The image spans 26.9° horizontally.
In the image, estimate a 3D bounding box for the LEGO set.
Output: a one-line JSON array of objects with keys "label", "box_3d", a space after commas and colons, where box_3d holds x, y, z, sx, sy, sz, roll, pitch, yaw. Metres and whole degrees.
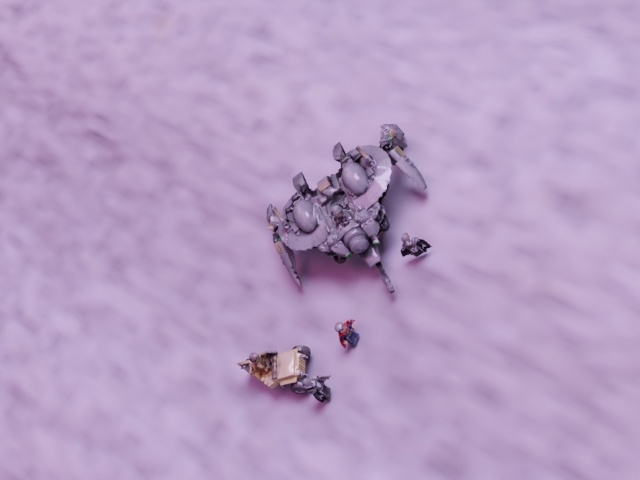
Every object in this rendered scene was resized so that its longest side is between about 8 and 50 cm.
[{"label": "LEGO set", "box_3d": [0.002, 0.001, 0.363, 0.054, 0.023, 0.083, -8, 60, 32]}]
